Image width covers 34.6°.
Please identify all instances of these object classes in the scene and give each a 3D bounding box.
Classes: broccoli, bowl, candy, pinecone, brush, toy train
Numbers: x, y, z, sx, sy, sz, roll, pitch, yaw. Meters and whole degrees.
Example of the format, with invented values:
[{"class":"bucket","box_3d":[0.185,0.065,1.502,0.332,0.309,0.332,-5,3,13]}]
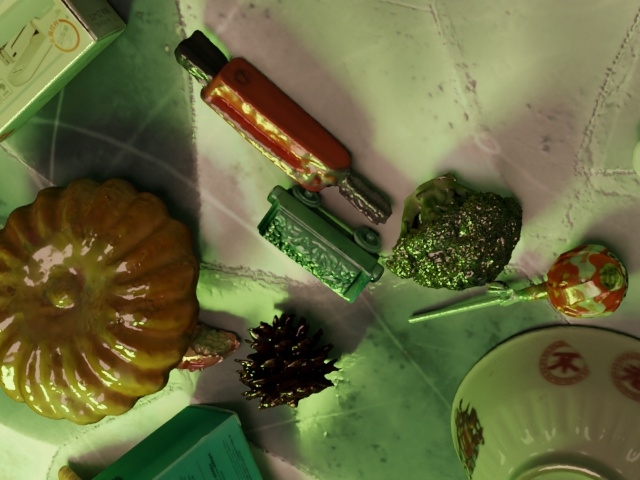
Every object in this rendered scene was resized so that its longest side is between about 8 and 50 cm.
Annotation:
[{"class":"broccoli","box_3d":[0.150,-0.003,1.172,0.162,0.146,0.138,-38,59,19]},{"class":"bowl","box_3d":[0.309,0.284,1.237,0.337,0.157,0.337,9,118,16]},{"class":"candy","box_3d":[0.227,0.067,1.224,0.288,0.084,0.078,-16,106,37]},{"class":"pinecone","box_3d":[-0.044,0.156,1.328,0.140,0.140,0.120,-23,84,29]},{"class":"brush","box_3d":[-0.044,-0.125,1.219,0.323,0.070,0.051,41,126,-3]},{"class":"toy train","box_3d":[0.000,0.000,1.246,0.172,0.099,0.070,37,121,2]}]

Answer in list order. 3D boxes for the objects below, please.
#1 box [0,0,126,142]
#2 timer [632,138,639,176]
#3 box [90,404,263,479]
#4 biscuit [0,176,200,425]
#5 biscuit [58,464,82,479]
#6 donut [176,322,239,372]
[{"class":"box","box_3d":[-0.379,-0.232,1.287,0.269,0.079,0.135,-33,100,30]},{"class":"timer","box_3d":[0.452,-0.069,1.014,0.253,0.078,0.178,48,126,26]},{"class":"box","box_3d":[-0.218,0.391,1.396,0.118,0.311,0.205,-3,116,47]},{"class":"biscuit","box_3d":[-0.312,0.071,1.319,0.326,0.107,0.325,-3,81,18]},{"class":"biscuit","box_3d":[-0.325,0.437,1.544,0.250,0.030,0.160,15,133,60]},{"class":"donut","box_3d":[-0.204,0.120,1.404,0.166,0.065,0.117,48,121,-4]}]
